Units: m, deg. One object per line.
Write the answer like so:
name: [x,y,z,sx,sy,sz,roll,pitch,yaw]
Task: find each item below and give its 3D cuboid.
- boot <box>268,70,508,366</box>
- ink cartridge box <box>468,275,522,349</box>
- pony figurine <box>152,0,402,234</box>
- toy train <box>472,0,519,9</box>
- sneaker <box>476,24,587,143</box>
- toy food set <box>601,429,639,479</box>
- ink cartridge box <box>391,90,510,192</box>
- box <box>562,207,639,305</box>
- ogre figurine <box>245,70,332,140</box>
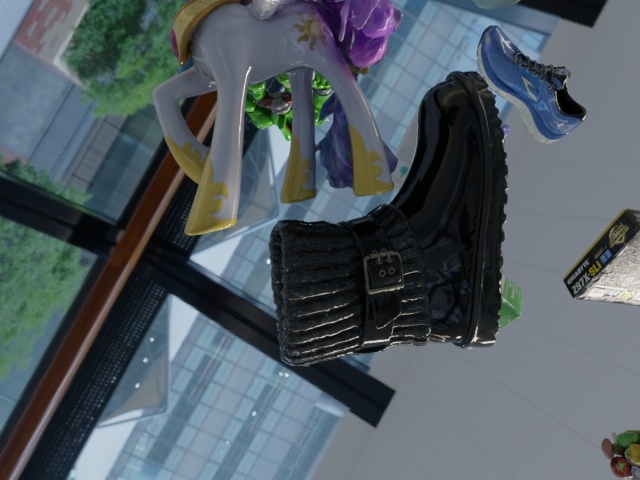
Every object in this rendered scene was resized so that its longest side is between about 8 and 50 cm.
boot: [0.071,-0.029,0.625,0.131,0.261,0.347,157,-67,-84]
ink cartridge box: [0.382,0.142,1.510,0.211,0.289,0.121,-50,-175,43]
pony figurine: [-0.029,-0.219,0.561,0.303,0.352,0.362,-159,-122,-70]
toy train: [0.337,-0.595,0.980,0.142,0.190,0.333,11,-106,52]
sneaker: [0.510,-0.389,1.276,0.129,0.330,0.147,-54,-167,-29]
toy food set: [0.752,0.537,1.330,0.218,0.071,0.128,82,7,-70]
ink cartridge box: [0.408,-0.296,1.702,0.151,0.270,0.395,-28,147,-60]
box: [0.818,0.054,1.332,0.257,0.323,0.079,111,-21,-44]
ogre figurine: [-0.066,-0.237,0.906,0.197,0.118,0.096,-16,-125,6]
